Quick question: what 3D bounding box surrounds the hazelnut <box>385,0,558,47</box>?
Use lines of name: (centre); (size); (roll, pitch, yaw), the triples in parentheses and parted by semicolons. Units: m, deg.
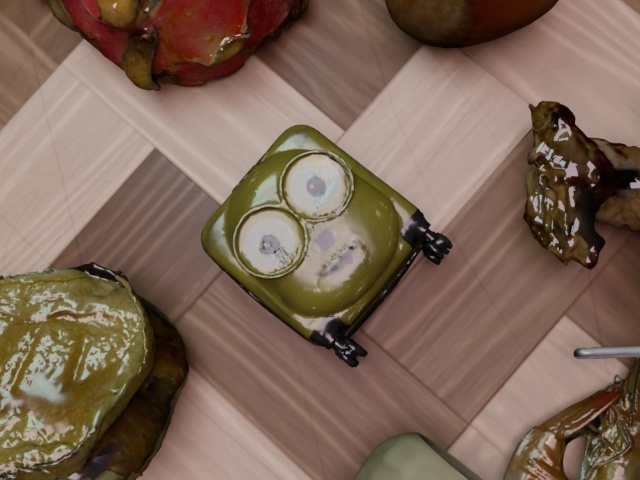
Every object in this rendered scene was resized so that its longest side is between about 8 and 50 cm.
hazelnut: (0.163, -0.302, 0.895); (0.210, 0.210, 0.186); (43, 112, 8)

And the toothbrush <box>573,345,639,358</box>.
toothbrush: (0.420, 0.126, 0.862); (0.304, 0.030, 0.030); (1, 83, -6)

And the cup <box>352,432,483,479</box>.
cup: (0.092, 0.318, 0.777); (0.173, 0.255, 0.202); (38, 88, -5)

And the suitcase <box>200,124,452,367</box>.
suitcase: (0.000, 0.000, 0.880); (0.235, 0.143, 0.194); (39, 88, 9)

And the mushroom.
mushroom: (0.436, -0.020, 0.823); (0.334, 0.356, 0.331); (5, 71, -35)

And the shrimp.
shrimp: (0.292, 0.238, 0.870); (0.145, 0.061, 0.267); (28, 87, 15)

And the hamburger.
hamburger: (-0.295, 0.151, 0.871); (0.285, 0.134, 0.265); (16, 64, 12)

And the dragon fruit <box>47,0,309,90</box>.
dragon fruit: (-0.190, -0.326, 0.878); (0.314, 0.263, 0.296); (-31, 82, 1)
